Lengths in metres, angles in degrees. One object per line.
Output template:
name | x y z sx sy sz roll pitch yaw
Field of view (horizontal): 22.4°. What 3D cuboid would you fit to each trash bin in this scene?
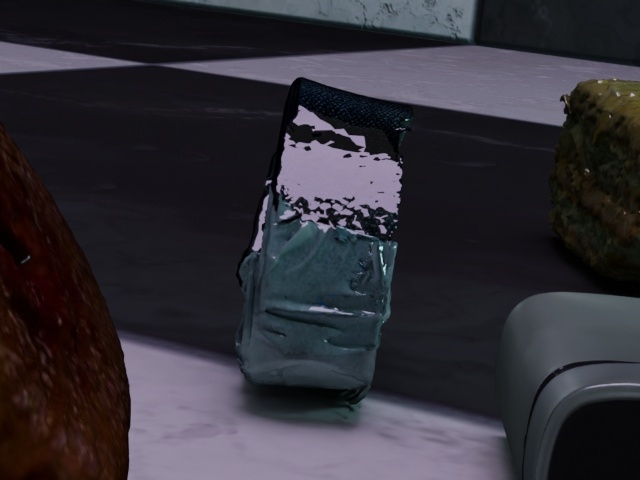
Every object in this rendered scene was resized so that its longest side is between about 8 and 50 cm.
trash bin | 0.118 0.059 0.515 0.116 0.059 0.130 8 10 0

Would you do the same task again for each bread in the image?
bread | 0.210 -0.029 0.898 0.138 0.102 0.196 2 14 -8

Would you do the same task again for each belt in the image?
belt | 0.000 0.000 0.617 0.058 0.105 0.140 10 36 -2

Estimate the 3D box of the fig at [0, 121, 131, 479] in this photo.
fig | -0.145 0.050 0.367 0.201 0.146 0.134 -34 9 0
